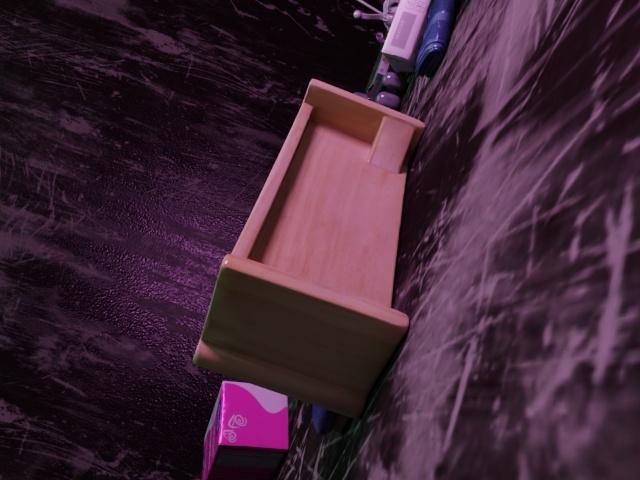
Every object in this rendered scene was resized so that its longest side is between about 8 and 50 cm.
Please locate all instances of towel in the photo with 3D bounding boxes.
[{"bbox_3d":[0.153,-0.276,0.788,0.067,0.029,0.119,118,172,-67],"label":"towel"}]

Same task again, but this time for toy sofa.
[{"bbox_3d":[0.000,0.000,0.619,0.362,0.150,0.177,-74,6,-51],"label":"toy sofa"}]

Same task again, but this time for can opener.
[{"bbox_3d":[0.094,-0.263,1.184,0.283,0.095,0.075,144,144,-86],"label":"can opener"}]

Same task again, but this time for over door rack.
[{"bbox_3d":[0.131,-0.724,1.589,0.108,0.324,0.239,-24,-30,-38],"label":"over door rack"}]

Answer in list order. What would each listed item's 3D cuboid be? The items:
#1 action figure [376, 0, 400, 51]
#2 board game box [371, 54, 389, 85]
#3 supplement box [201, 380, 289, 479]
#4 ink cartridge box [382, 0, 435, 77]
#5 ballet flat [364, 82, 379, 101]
[{"bbox_3d":[0.171,-0.518,1.342,0.285,0.099,0.185,-66,-13,-54],"label":"action figure"},{"bbox_3d":[0.203,-0.562,1.862,0.103,0.026,0.154,128,161,-81],"label":"board game box"},{"bbox_3d":[-0.129,0.339,1.005,0.220,0.114,0.111,114,160,-44],"label":"supplement box"},{"bbox_3d":[0.177,-0.374,1.032,0.180,0.056,0.225,-70,-16,8],"label":"ink cartridge box"},{"bbox_3d":[0.151,-0.444,1.809,0.173,0.049,0.057,-76,7,-63],"label":"ballet flat"}]
